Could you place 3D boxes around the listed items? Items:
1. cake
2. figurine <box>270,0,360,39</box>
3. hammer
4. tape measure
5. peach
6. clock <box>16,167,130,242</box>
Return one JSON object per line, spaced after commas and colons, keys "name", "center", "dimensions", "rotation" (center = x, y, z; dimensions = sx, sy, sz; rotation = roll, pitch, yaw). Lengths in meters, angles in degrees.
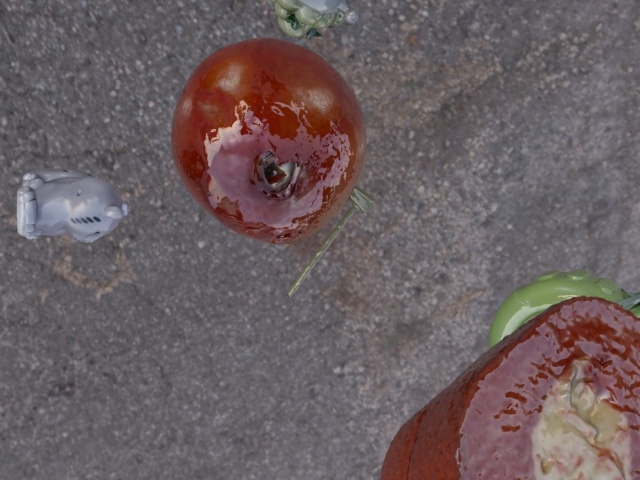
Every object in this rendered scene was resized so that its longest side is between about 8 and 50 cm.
{"name": "cake", "center": [0.172, 0.167, 0.573], "dimensions": [0.282, 0.177, 0.151], "rotation": [-26, 163, -30]}
{"name": "figurine", "center": [-0.023, -0.282, 0.661], "dimensions": [0.147, 0.093, 0.197], "rotation": [-30, 103, -46]}
{"name": "hammer", "center": [0.000, 0.000, 1.081], "dimensions": [0.060, 0.028, 0.195], "rotation": [36, 95, -4]}
{"name": "tape measure", "center": [0.265, 0.121, 0.773], "dimensions": [0.106, 0.175, 0.200], "rotation": [-18, 132, -54]}
{"name": "peach", "center": [-0.061, -0.116, 0.909], "dimensions": [0.238, 0.281, 0.281], "rotation": [-14, 139, 9]}
{"name": "clock", "center": [-0.289, -0.042, 0.878], "dimensions": [0.117, 0.176, 0.080], "rotation": [2, 98, -14]}
